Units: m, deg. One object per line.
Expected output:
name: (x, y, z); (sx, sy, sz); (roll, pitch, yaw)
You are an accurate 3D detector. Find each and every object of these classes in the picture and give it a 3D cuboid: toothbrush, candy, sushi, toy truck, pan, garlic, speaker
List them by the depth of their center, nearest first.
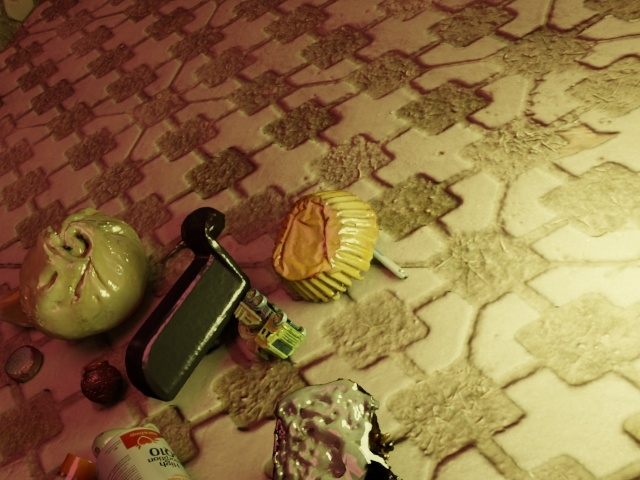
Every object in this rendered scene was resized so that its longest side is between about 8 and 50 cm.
sushi: (0.037, 0.422, 1.395); (0.234, 0.207, 0.348); (-3, 56, 17)
toy truck: (-0.127, 0.197, 1.787); (0.116, 0.085, 0.191); (-52, 40, -4)
speaker: (-0.330, 0.162, 1.846); (0.388, 0.184, 0.180); (-57, 22, -21)
toothbrush: (0.091, -0.013, 1.867); (0.040, 0.040, 0.386); (-42, 42, -7)
candy: (-0.799, 0.331, 2.139); (0.103, 0.043, 0.103); (-18, 44, 19)
pan: (-0.347, -0.014, 2.151); (0.128, 0.048, 0.202); (18, 64, 41)
garlic: (-0.828, 0.165, 2.222); (0.245, 0.164, 0.145); (-17, 63, 28)

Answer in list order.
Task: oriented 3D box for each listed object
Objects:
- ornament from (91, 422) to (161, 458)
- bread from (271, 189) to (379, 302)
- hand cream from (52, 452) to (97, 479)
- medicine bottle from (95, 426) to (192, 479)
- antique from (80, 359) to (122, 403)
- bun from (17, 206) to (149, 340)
ornament: (-0.435, 0.450, 1.771); (0.156, 0.075, 0.081); (-16, 28, 23)
bread: (0.000, 0.000, 1.807); (0.274, 0.149, 0.274); (-13, 63, 27)
hand cream: (-0.576, 0.620, 1.708); (0.140, 0.089, 0.314); (0, 61, 35)
medicine bottle: (-0.327, 0.512, 1.577); (0.157, 0.157, 0.289); (-44, 43, -9)
antique: (-0.524, 0.343, 1.909); (0.104, 0.104, 0.104); (-18, 45, 19)
bun: (-0.609, 0.082, 2.056); (0.326, 0.234, 0.362); (23, 56, 7)
